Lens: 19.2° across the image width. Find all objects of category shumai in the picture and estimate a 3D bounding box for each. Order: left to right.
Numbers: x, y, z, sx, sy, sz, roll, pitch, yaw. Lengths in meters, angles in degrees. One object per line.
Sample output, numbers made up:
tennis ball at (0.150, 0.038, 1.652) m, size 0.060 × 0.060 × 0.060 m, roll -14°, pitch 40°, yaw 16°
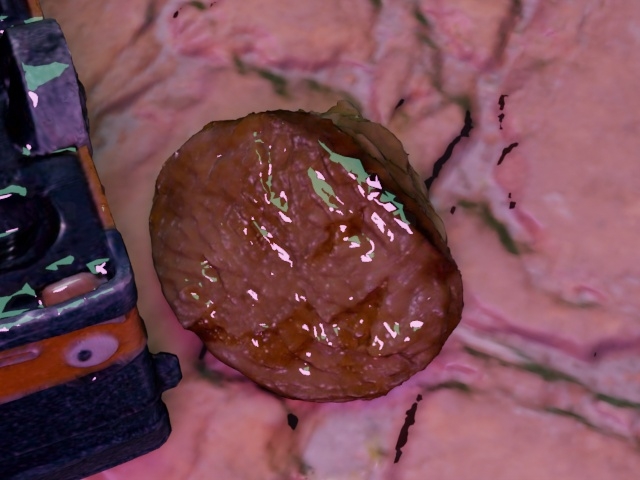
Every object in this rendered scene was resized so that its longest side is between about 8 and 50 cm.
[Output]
shumai at (0.004, 0.006, 0.850) m, size 0.139 × 0.105 × 0.123 m, roll 40°, pitch 113°, yaw 31°

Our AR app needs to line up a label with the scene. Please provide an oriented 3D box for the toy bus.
toy bus at (-0.180, -0.048, 0.816) m, size 0.162 × 0.194 × 0.323 m, roll -17°, pitch 59°, yaw -8°
